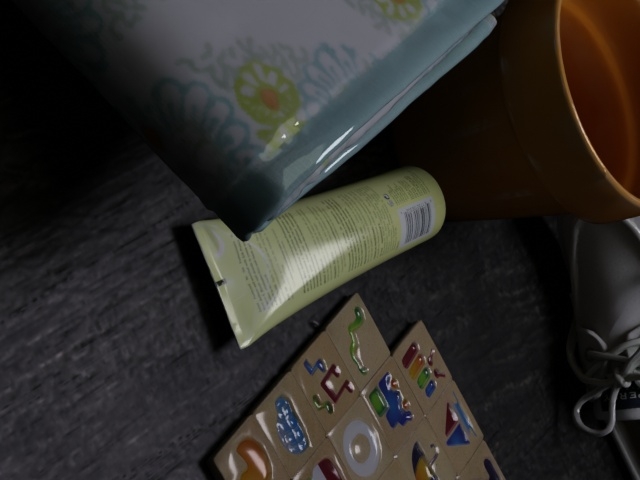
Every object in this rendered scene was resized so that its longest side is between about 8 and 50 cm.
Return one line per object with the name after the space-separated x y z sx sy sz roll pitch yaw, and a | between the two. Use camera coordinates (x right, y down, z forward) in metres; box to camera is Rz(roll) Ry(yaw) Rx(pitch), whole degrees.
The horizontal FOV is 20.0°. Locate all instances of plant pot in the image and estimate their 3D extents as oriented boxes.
0.167 -0.101 1.469 0.205 0.188 0.205 25 58 -46 | plant pot

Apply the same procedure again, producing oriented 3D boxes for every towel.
-0.053 -0.204 1.223 0.320 0.090 0.374 44 44 2 | towel

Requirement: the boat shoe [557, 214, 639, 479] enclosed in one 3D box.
0.278 0.115 1.588 0.156 0.135 0.367 -44 120 -48 | boat shoe

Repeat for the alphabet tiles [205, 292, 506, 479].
0.041 0.214 1.321 0.285 0.011 0.342 62 37 -15 | alphabet tiles

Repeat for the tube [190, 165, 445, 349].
0.000 0.000 1.326 0.070 0.062 0.240 35 34 24 | tube
